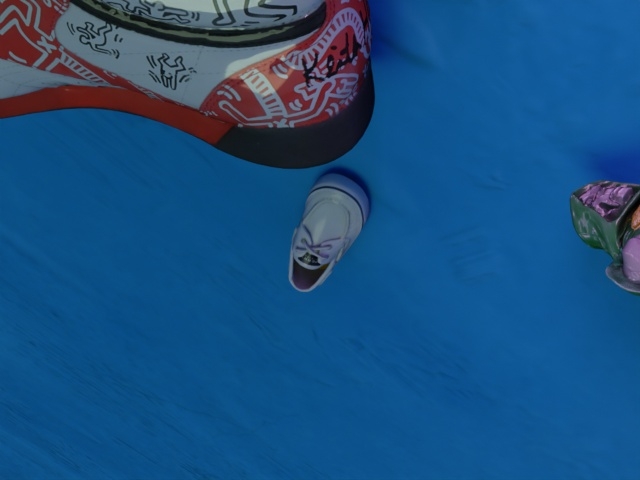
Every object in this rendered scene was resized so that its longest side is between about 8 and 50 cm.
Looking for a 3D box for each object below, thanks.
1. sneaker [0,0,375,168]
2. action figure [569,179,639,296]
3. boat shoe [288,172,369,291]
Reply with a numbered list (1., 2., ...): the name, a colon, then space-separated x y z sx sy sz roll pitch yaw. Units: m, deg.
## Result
1. sneaker: -0.110 -0.119 0.385 0.269 0.090 0.145 13 146 17
2. action figure: 0.182 -0.008 0.321 0.232 0.137 0.064 -2 116 53
3. boat shoe: 0.000 0.000 0.531 0.035 0.035 0.100 27 150 -1
